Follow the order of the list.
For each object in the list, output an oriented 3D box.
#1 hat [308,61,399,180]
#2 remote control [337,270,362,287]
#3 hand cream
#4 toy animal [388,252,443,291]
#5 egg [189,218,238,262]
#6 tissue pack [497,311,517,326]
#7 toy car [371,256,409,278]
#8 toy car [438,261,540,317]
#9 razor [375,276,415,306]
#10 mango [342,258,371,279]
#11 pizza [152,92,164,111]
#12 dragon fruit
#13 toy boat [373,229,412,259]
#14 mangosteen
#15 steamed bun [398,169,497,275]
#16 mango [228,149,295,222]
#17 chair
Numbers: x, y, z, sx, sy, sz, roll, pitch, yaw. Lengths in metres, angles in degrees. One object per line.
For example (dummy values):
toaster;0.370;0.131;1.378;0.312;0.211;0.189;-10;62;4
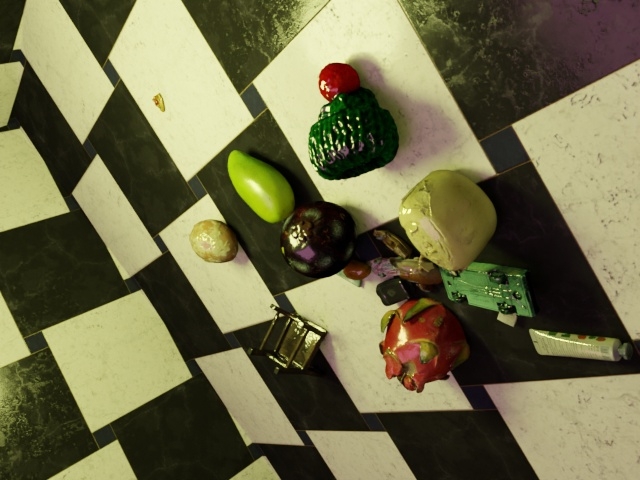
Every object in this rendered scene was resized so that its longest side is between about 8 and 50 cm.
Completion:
hat;0.081;-0.360;1.596;0.274;0.242;0.332;-16;82;27
remote control;0.106;0.134;2.053;0.124;0.018;0.053;28;134;28
hand cream;0.724;0.297;1.519;0.276;0.059;0.095;-5;115;53
toy animal;0.309;0.105;1.756;0.188;0.089;0.179;14;145;7
egg;-0.473;0.006;2.414;0.233;0.195;0.195;26;137;5
tissue pack;0.571;0.206;1.626;0.056;0.023;0.108;26;134;30
toy car;0.244;0.086;1.849;0.142;0.055;0.069;-7;113;33
toy car;0.491;0.133;1.585;0.321;0.097;0.141;8;124;58
razor;0.263;0.175;1.893;0.148;0.054;0.090;-29;95;50
mango;0.131;0.109;1.973;0.127;0.063;0.077;3;112;45
pizza;-0.709;-0.597;2.341;0.078;0.025;0.083;15;128;36
dragon fruit;0.328;0.368;1.836;0.305;0.226;0.305;29;136;32
toy boat;0.241;0.009;1.799;0.149;0.049;0.047;37;139;20
mangosteen;0.000;0.000;1.883;0.288;0.288;0.288;26;133;31
steamed bun;0.360;-0.059;1.485;0.273;0.232;0.166;50;147;3
mango;-0.230;-0.211;2.031;0.343;0.156;0.192;45;139;14
chair;-0.090;0.450;2.375;0.203;0.416;0.240;24;88;32
